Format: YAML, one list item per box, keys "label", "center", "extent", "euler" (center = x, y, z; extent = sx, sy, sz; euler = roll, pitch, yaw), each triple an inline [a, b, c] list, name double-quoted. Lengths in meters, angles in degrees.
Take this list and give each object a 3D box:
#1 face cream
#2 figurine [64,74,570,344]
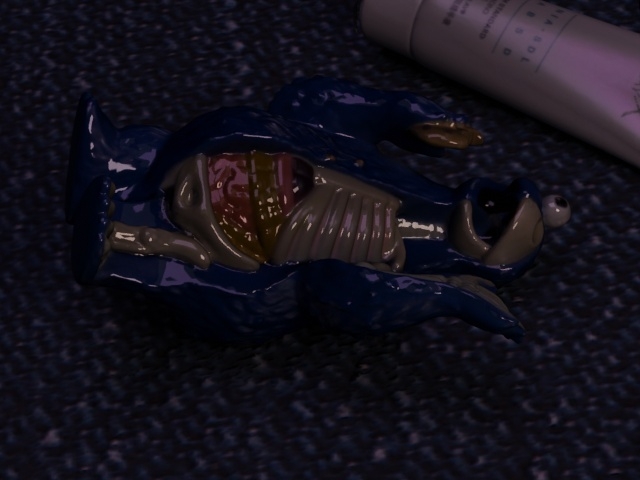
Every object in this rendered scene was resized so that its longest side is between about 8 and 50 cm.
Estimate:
- label: "face cream"
  center: [0.132, -0.100, 1.055]
  extent: [0.244, 0.058, 0.092]
  euler: [25, 66, 25]
- label: "figurine"
  center: [-0.006, -0.006, 0.950]
  extent: [0.262, 0.121, 0.164]
  euler: [12, 46, -1]
